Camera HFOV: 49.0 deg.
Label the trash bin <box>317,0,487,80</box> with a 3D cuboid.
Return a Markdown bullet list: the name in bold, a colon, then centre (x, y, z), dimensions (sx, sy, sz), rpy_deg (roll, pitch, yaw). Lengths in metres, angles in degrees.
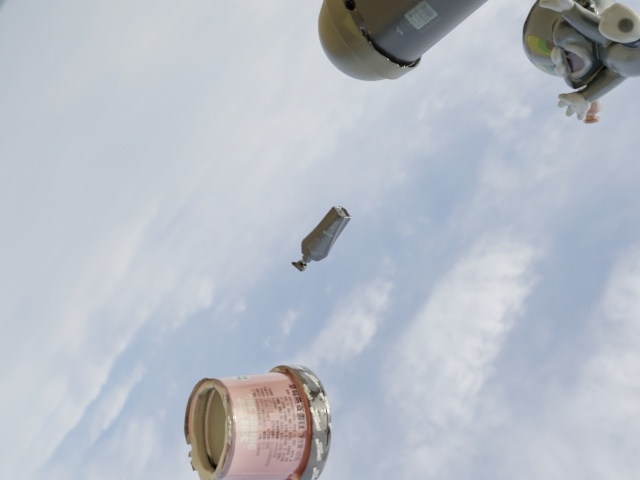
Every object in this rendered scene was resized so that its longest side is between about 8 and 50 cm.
- **trash bin**: centre (0.138, -0.411, 1.196), dimensions (0.334, 0.214, 0.214), rpy_deg (-34, -143, 38)

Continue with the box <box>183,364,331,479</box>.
- **box**: centre (-0.082, 0.228, 0.852), dimensions (0.151, 0.135, 0.151), rpy_deg (-14, -107, 57)

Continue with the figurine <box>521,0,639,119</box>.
- **figurine**: centre (0.342, -0.259, 0.849), dimensions (0.140, 0.193, 0.265), rpy_deg (-52, -148, -18)

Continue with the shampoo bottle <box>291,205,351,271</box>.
- **shampoo bottle**: centre (0.000, 0.000, 1.102), dimensions (0.137, 0.048, 0.027), rpy_deg (-53, -168, 37)

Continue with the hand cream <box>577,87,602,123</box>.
- **hand cream**: centre (0.506, -0.327, 1.340), dimensions (0.043, 0.209, 0.067), rpy_deg (-10, -161, 14)
